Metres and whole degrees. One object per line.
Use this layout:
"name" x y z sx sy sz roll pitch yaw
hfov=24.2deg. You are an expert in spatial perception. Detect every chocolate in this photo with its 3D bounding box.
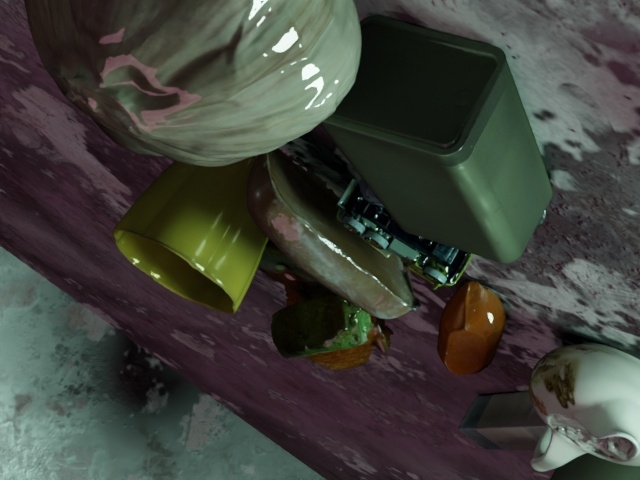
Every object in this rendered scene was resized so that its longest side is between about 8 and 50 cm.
"chocolate" 0.000 0.001 1.831 0.261 0.083 0.161 39 -159 -23

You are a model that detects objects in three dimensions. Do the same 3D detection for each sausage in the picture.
"sausage" 0.198 0.120 1.967 0.089 0.089 0.179 26 153 16

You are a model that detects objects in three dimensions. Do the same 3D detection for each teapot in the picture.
"teapot" 0.355 0.224 1.905 0.204 0.139 0.298 28 162 0

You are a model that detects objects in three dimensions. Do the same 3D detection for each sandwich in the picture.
"sandwich" -0.001 0.104 2.121 0.250 0.162 0.301 27 160 27

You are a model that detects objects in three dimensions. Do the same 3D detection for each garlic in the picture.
"garlic" -0.123 -0.194 1.323 0.317 0.259 0.317 23 142 20

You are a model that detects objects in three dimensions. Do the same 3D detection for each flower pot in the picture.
"flower pot" -0.148 -0.026 1.965 0.195 0.179 0.195 28 161 11

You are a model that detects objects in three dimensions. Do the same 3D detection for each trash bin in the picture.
"trash bin" 0.121 -0.089 1.455 0.164 0.122 0.240 19 161 32

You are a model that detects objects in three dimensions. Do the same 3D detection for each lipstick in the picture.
"lipstick" 0.311 0.268 2.218 0.066 0.068 0.317 36 162 -12

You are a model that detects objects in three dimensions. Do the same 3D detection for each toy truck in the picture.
"toy truck" 0.095 -0.009 1.789 0.169 0.077 0.100 31 169 -3

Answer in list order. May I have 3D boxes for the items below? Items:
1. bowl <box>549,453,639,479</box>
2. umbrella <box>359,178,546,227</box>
"bowl" 0.433 0.462 2.106 0.354 0.185 0.354 45 167 14
"umbrella" 0.144 -0.048 1.644 0.250 0.053 0.052 11 162 44
